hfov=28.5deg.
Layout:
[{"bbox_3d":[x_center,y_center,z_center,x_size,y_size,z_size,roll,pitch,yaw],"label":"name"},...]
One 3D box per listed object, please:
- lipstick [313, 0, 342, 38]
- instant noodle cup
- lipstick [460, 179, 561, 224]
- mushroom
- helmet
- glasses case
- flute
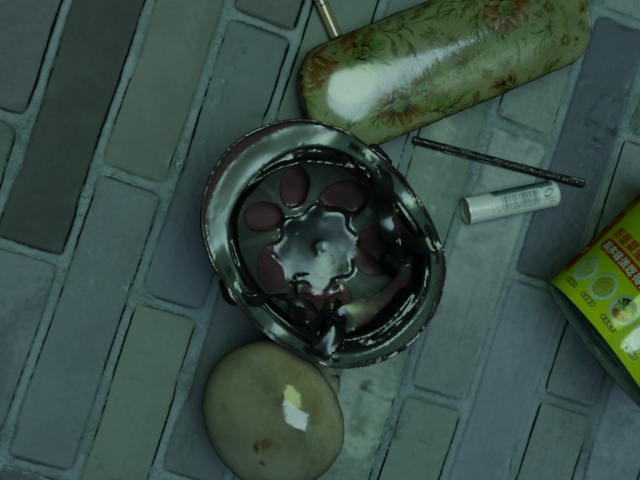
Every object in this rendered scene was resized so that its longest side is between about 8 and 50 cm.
[{"bbox_3d":[0.003,-0.318,1.703,0.019,0.019,0.094,-27,99,-11],"label":"lipstick"},{"bbox_3d":[0.466,0.080,1.715,0.221,0.311,0.311,-36,101,0],"label":"instant noodle cup"},{"bbox_3d":[0.269,-0.054,1.773,0.141,0.040,0.040,-12,96,-12],"label":"lipstick"},{"bbox_3d":[-0.047,0.221,1.655,0.204,0.204,0.204,-1,93,-14],"label":"mushroom"},{"bbox_3d":[0.000,0.000,1.631,0.338,0.197,0.271,44,90,-6],"label":"helmet"},{"bbox_3d":[0.171,-0.251,1.707,0.425,0.098,0.156,-23,96,-11],"label":"glasses case"},{"bbox_3d":[0.255,-0.110,1.780,0.269,0.014,0.014,13,90,-14],"label":"flute"}]
